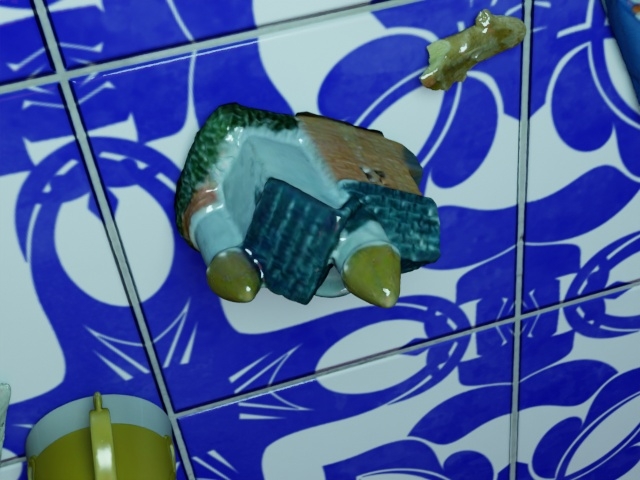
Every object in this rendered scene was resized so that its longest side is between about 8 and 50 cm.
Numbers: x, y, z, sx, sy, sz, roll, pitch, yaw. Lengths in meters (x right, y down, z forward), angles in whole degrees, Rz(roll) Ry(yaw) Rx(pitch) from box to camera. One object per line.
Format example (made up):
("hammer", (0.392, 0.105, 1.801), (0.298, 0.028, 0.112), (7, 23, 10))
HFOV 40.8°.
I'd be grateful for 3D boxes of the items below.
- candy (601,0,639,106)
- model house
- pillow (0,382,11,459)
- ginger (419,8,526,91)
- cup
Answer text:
("candy", (0.392, -0.274, 0.945), (0.187, 0.077, 0.331), (-34, 125, 14))
("model house", (0.000, 0.000, 0.872), (0.253, 0.291, 0.184), (12, 114, -26))
("pillow", (-0.452, 0.255, 1.043), (0.128, 0.051, 0.229), (4, 122, -25))
("ginger", (0.161, -0.208, 0.933), (0.137, 0.044, 0.057), (-31, 99, -4))
("cup", (-0.258, 0.303, 1.031), (0.185, 0.226, 0.241), (-6, 133, -15))
